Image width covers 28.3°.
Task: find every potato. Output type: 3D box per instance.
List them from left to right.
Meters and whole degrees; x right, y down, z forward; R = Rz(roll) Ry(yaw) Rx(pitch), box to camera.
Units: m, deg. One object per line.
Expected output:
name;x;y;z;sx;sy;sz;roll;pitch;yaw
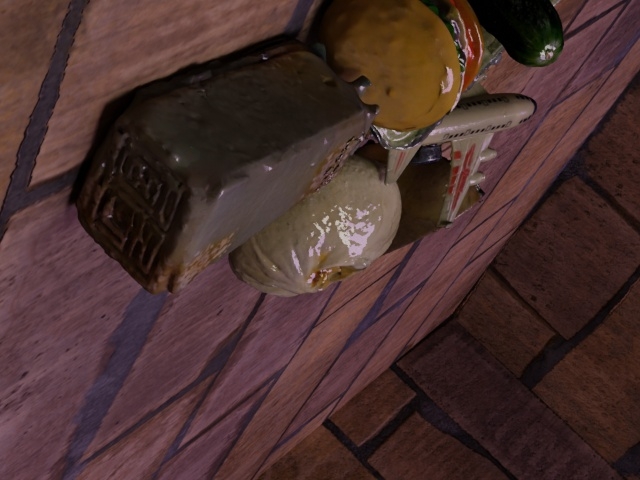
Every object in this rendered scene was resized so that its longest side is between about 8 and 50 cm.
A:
potato;0.075;-0.054;1.608;0.098;0.138;0.243;-36;-174;-40

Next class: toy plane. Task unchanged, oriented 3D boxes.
toy plane;0.159;-0.143;1.500;0.104;0.242;0.256;-5;-172;42

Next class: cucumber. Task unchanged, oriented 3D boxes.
cucumber;0.170;-0.248;1.244;0.074;0.241;0.074;-16;135;-17

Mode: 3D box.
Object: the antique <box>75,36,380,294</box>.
antique;-0.068;-0.085;1.130;0.284;0.125;0.150;-35;163;-43

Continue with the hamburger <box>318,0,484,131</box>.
hamburger;0.078;-0.189;1.233;0.115;0.162;0.162;-48;171;-42

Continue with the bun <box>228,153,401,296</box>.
bun;0.000;0.000;1.482;0.222;0.127;0.222;-18;146;-12

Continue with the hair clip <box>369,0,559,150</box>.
hair clip;0.142;-0.238;1.394;0.321;0.138;0.091;-44;-156;-15

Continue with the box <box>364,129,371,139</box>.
box;0.063;-0.157;1.587;0.058;0.015;0.093;-47;168;7
